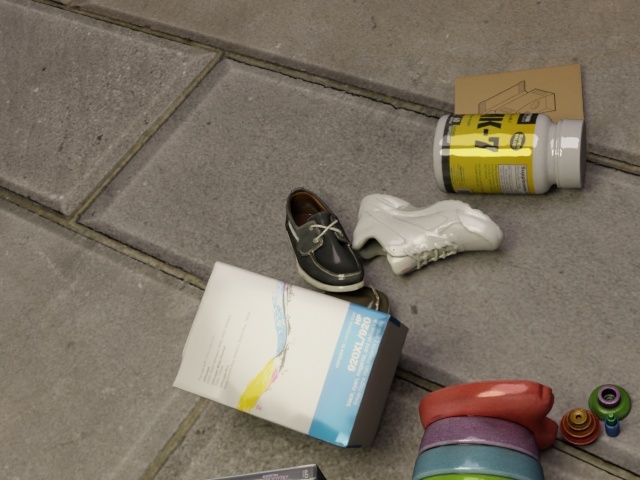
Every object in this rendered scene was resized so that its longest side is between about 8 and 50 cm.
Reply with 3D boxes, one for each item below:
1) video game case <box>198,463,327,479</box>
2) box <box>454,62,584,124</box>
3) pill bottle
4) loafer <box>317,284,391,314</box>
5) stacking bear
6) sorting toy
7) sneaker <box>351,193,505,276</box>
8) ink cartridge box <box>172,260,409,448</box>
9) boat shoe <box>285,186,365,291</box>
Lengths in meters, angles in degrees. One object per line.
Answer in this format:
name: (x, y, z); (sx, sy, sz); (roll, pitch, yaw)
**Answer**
video game case: (-0.111, 0.330, 1.195); (0.274, 0.196, 0.026); (-10, 52, 11)
box: (0.312, -0.206, 1.601); (0.201, 0.021, 0.164); (-4, 51, 15)
pill bottle: (0.278, -0.127, 1.484); (0.209, 0.119, 0.119); (2, 53, 20)
loafer: (-0.025, 0.116, 1.410); (0.251, 0.087, 0.094); (-18, 49, 4)
stacking bear: (0.181, 0.323, 1.136); (0.164, 0.175, 0.289); (-2, 59, 15)
sorting toy: (0.340, 0.210, 1.240); (0.102, 0.042, 0.061); (-39, 51, -14)
sneaker: (0.149, 0.005, 1.454); (0.232, 0.090, 0.115); (5, 60, 33)
ink cartridge box: (-0.032, 0.145, 1.276); (0.233, 0.171, 0.168); (17, 84, 15)
boat shoe: (0.000, 0.000, 1.463); (0.084, 0.079, 0.233); (-10, 31, -15)
